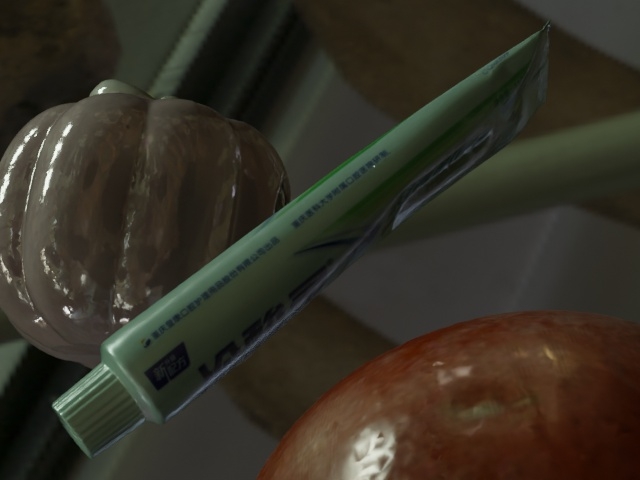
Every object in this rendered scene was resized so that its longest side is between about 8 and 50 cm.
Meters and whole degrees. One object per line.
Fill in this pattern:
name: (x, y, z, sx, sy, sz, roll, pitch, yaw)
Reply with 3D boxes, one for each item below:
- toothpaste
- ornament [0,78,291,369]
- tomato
toothpaste: (0.000, 0.000, 0.914, 0.297, 0.048, 0.074, -38, -25, -13)
ornament: (-0.099, -0.009, 1.081, 0.177, 0.177, 0.177, 5, -98, -41)
tomato: (0.086, 0.148, 0.741, 0.265, 0.265, 0.264, 5, -98, -41)
